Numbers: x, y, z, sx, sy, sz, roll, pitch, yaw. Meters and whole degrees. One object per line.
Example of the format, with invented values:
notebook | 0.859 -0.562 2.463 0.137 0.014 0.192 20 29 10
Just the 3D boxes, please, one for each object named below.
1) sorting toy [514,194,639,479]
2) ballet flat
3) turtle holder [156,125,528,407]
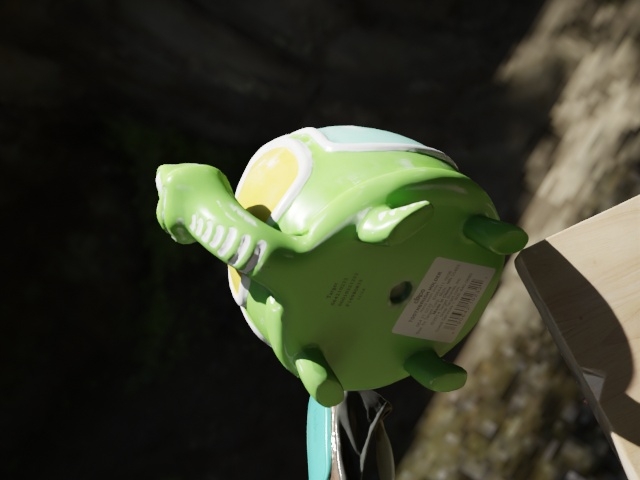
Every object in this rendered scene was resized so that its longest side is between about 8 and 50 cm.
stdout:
sorting toy | 0.342 0.083 1.855 0.257 0.255 0.089 -24 -12 -15
ballet flat | 0.026 0.264 1.950 0.095 0.096 0.280 132 152 -58
turtle holder | 0.004 0.013 1.829 0.320 0.227 0.243 -18 -47 -26
